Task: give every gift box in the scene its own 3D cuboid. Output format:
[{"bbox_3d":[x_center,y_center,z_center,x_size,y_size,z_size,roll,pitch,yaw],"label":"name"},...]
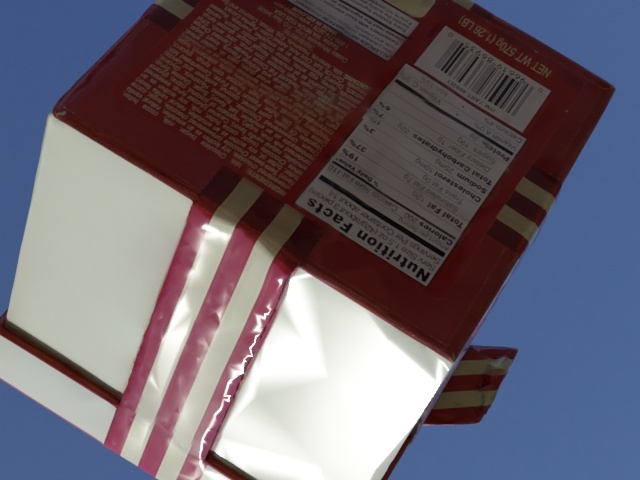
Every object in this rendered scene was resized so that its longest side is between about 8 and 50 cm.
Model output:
[{"bbox_3d":[0.000,0.000,0.865,0.255,0.258,0.276,35,-131,9],"label":"gift box"}]
